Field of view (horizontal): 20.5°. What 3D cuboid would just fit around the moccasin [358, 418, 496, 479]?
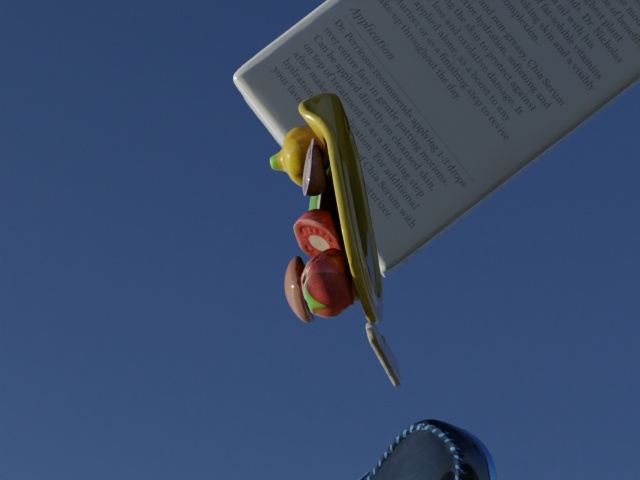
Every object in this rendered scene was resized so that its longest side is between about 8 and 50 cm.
[{"bbox_3d":[0.020,0.287,1.267,0.117,0.342,0.138,25,-4,-42],"label":"moccasin"}]

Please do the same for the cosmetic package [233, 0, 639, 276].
[{"bbox_3d":[0.169,-0.191,1.622,0.453,0.230,0.161,-37,-4,0],"label":"cosmetic package"}]

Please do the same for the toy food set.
[{"bbox_3d":[0.000,0.000,1.319,0.071,0.217,0.128,-12,-17,8],"label":"toy food set"}]
